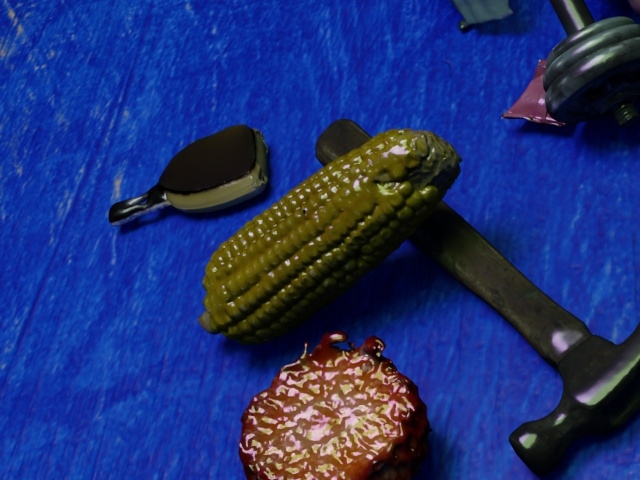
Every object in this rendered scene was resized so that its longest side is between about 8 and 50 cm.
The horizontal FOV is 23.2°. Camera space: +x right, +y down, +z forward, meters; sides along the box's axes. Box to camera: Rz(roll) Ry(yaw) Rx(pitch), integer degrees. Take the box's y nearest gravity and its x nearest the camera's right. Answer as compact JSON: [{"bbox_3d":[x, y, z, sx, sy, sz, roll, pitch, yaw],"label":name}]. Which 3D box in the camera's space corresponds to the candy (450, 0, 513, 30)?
[{"bbox_3d":[0.144,-0.422,1.482,0.172,0.263,0.398,-6,45,46],"label":"candy"}]

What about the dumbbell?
[{"bbox_3d":[0.197,-0.203,1.274,0.110,0.110,0.254,-27,72,7],"label":"dumbbell"}]

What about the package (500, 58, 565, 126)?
[{"bbox_3d":[0.196,-0.126,1.324,0.059,0.029,0.083,11,51,34],"label":"package"}]

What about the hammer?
[{"bbox_3d":[0.110,0.010,1.226,0.168,0.044,0.440,-39,40,-7],"label":"hammer"}]

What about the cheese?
[{"bbox_3d":[-0.125,-0.050,1.447,0.162,0.036,0.086,-20,44,14],"label":"cheese"}]

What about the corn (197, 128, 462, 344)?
[{"bbox_3d":[0.000,0.000,1.234,0.262,0.097,0.097,-37,35,25],"label":"corn"}]

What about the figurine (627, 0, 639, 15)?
[{"bbox_3d":[0.273,-0.295,1.348,0.173,0.173,0.173,-18,41,17],"label":"figurine"}]

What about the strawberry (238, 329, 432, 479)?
[{"bbox_3d":[0.013,0.144,1.117,0.145,0.086,0.145,-19,43,18],"label":"strawberry"}]
